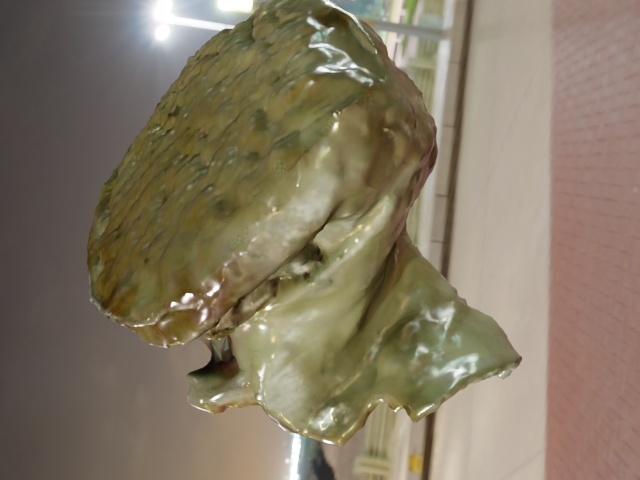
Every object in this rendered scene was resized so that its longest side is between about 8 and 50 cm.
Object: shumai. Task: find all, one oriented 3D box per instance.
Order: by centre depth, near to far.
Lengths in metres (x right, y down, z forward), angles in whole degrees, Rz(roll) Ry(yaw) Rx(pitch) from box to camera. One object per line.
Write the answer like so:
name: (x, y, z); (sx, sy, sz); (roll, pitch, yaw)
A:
shumai: (0.000, 0.000, 0.650); (0.292, 0.288, 0.330); (-56, 30, 7)
